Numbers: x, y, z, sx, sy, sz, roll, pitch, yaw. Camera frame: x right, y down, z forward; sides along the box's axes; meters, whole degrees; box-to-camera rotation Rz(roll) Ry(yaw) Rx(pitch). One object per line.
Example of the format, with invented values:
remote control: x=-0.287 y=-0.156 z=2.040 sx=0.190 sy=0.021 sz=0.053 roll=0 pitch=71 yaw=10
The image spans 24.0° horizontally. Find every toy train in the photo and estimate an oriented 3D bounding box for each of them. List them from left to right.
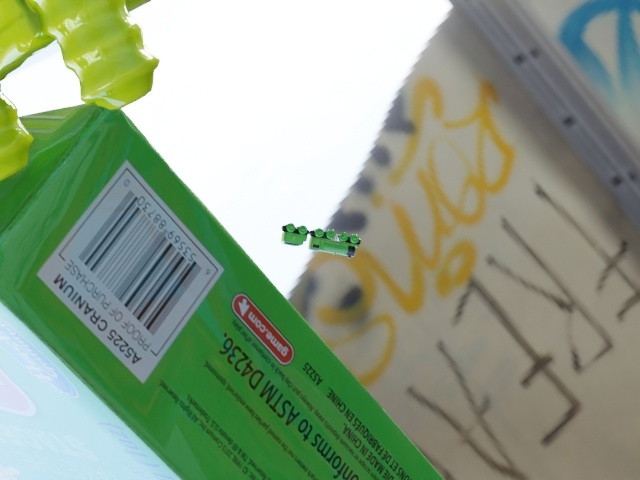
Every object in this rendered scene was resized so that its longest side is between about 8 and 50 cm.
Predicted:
toy train: x=0.000 y=0.000 z=1.490 sx=0.017 sy=0.083 sz=0.023 roll=162 pitch=-62 yaw=-72

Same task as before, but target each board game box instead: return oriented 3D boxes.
board game box: x=-0.105 y=0.068 z=0.556 sx=0.317 sy=0.242 sz=0.064 roll=-2 pitch=-135 yaw=50

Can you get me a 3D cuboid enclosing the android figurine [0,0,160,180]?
android figurine: x=-0.119 y=-0.146 z=0.356 sx=0.056 sy=0.272 sz=0.248 roll=-30 pitch=-172 yaw=-41
